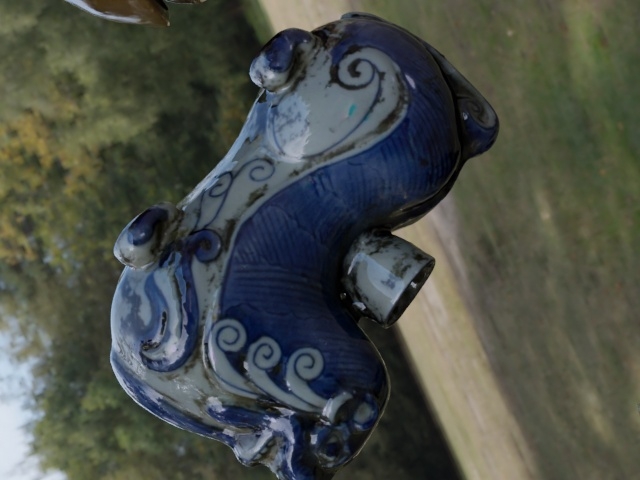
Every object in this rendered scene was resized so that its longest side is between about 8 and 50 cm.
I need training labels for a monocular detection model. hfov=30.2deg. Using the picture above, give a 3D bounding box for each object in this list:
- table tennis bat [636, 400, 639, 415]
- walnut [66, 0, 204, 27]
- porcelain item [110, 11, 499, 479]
[{"bbox_3d":[0.399,0.275,1.296,0.321,0.050,0.198,50,-163,-66],"label":"table tennis bat"},{"bbox_3d":[-0.142,-0.278,0.781,0.336,0.208,0.209,73,173,-68],"label":"walnut"},{"bbox_3d":[0.000,0.000,0.729,0.186,0.288,0.138,35,165,8],"label":"porcelain item"}]
